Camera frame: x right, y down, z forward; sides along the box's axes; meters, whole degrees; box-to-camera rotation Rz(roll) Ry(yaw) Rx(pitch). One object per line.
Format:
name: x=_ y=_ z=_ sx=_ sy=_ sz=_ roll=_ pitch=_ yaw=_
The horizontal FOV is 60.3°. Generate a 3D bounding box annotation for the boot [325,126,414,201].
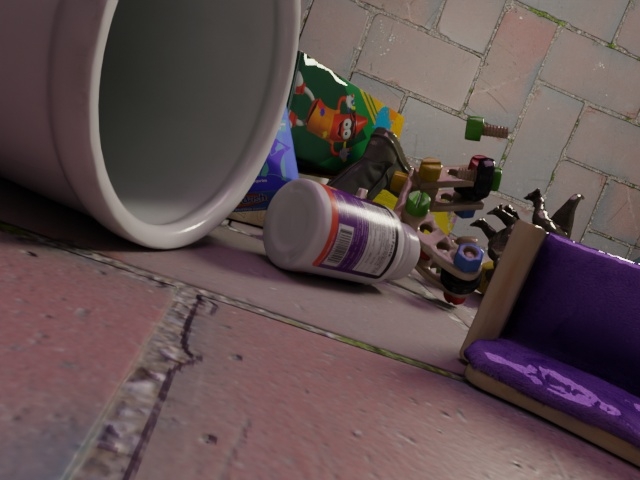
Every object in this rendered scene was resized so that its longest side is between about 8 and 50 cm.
boot: x=0.076 y=-0.071 z=0.967 sx=0.076 sy=0.208 sz=0.189 roll=16 pitch=-26 yaw=44

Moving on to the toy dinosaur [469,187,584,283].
toy dinosaur: x=0.387 y=0.001 z=1.028 sx=0.314 sy=0.160 sz=0.121 roll=-20 pitch=-13 yaw=-32

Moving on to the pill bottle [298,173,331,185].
pill bottle: x=0.045 y=-0.205 z=1.842 sx=0.188 sy=0.187 sz=0.334 roll=27 pitch=9 yaw=38

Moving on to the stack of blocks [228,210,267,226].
stack of blocks: x=-0.191 y=-0.105 z=0.866 sx=0.297 sy=0.087 sz=0.171 roll=15 pitch=9 yaw=-38

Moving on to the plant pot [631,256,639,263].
plant pot: x=0.451 y=0.115 z=0.660 sx=0.290 sy=0.195 sz=0.290 roll=21 pitch=7 yaw=-3

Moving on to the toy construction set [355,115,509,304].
toy construction set: x=0.148 y=-0.030 z=0.912 sx=0.238 sy=0.257 sz=0.309 roll=10 pitch=-15 yaw=11

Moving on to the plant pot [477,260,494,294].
plant pot: x=0.351 y=0.082 z=1.077 sx=0.083 sy=0.081 sz=0.081 roll=10 pitch=10 yaw=-10

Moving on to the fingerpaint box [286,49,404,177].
fingerpaint box: x=-0.124 y=-0.233 z=1.064 sx=0.445 sy=0.163 sz=0.371 roll=16 pitch=4 yaw=32

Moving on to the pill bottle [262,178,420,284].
pill bottle: x=0.034 y=-0.003 z=0.682 sx=0.194 sy=0.108 sz=0.108 roll=15 pitch=10 yaw=-42

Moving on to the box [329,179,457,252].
box: x=0.181 y=-0.098 z=1.505 sx=0.290 sy=0.176 sz=0.279 roll=19 pitch=7 yaw=-14

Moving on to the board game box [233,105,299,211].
board game box: x=-0.119 y=-0.135 z=0.720 sx=0.160 sy=0.210 sz=0.047 roll=-5 pitch=-30 yaw=-11

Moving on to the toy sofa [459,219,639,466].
toy sofa: x=0.316 y=0.115 z=0.467 sx=0.363 sy=0.150 sz=0.177 roll=25 pitch=7 yaw=25

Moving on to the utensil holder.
utensil holder: x=-0.260 y=-0.210 z=0.547 sx=0.386 sy=0.327 sz=0.328 roll=22 pitch=7 yaw=16
